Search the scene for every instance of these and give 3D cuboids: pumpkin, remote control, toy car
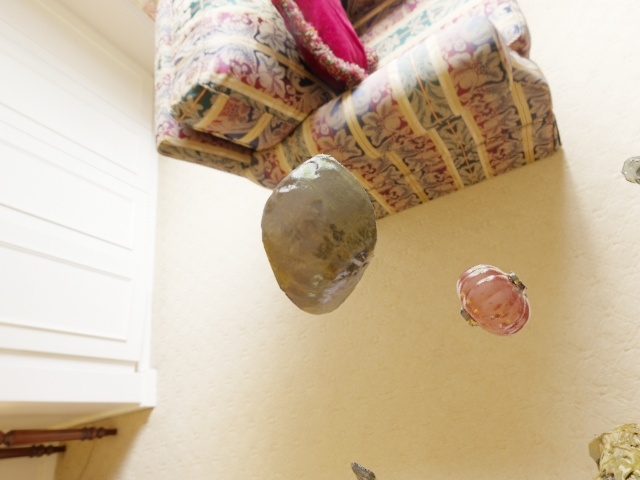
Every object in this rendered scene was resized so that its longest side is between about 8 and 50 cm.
[{"bbox_3d":[0.000,0.000,0.736,0.169,0.148,0.311,-11,97,47],"label":"pumpkin"},{"bbox_3d":[0.067,0.337,0.549,0.039,0.096,0.014,7,39,40],"label":"remote control"},{"bbox_3d":[0.455,-0.088,0.548,0.093,0.025,0.041,54,128,49],"label":"toy car"}]

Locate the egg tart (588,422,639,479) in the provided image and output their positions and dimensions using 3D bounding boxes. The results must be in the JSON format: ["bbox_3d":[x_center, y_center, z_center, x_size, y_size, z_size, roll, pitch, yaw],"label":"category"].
[{"bbox_3d":[0.587,0.498,0.694,0.129,0.341,0.340,-18,58,-6],"label":"egg tart"}]

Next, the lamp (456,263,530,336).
[{"bbox_3d":[0.242,0.083,0.567,0.092,0.108,0.107,-43,54,15],"label":"lamp"}]
